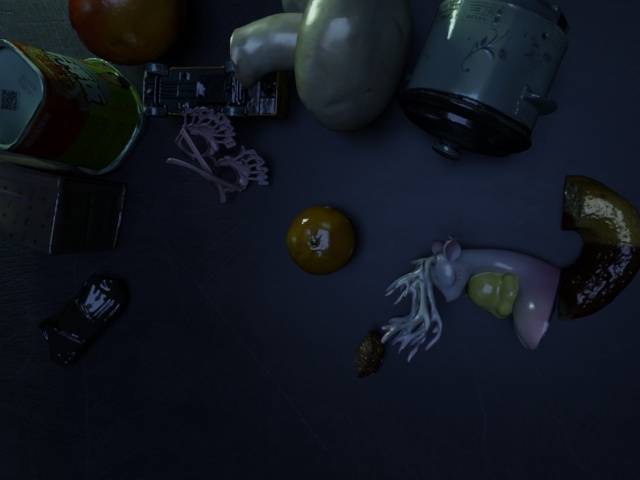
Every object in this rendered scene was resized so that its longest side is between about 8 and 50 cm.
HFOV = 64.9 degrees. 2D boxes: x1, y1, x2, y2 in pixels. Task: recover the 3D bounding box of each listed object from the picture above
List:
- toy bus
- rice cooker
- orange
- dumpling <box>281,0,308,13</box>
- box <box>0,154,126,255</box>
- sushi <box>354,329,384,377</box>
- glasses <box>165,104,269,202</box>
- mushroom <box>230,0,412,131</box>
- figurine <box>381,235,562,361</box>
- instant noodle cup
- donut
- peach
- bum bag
[{"bbox_3d":[-0.242,-0.337,1.155,0.335,0.123,0.121,4,96,16],"label":"toy bus"},{"bbox_3d":[0.294,-0.292,0.933,0.316,0.264,0.317,-9,75,36],"label":"rice cooker"},{"bbox_3d":[0.000,0.000,1.107,0.156,0.124,0.156,2,97,18],"label":"orange"},{"bbox_3d":[-0.034,-0.556,1.080,0.172,0.142,0.247,40,133,44],"label":"dumpling"},{"bbox_3d":[-0.687,-0.092,1.248,0.297,0.225,0.191,16,97,16],"label":"box"},{"bbox_3d":[0.106,0.256,1.126,0.060,0.061,0.118,12,90,-11],"label":"sushi"},{"bbox_3d":[-0.233,-0.188,1.132,0.162,0.095,0.255,-30,122,24],"label":"glasses"},{"bbox_3d":[0.034,-0.345,0.962,0.356,0.315,0.315,-34,84,-5],"label":"mushroom"},{"bbox_3d":[0.279,0.124,1.001,0.315,0.206,0.284,21,88,20],"label":"figurine"},{"bbox_3d":[-0.617,-0.308,1.170,0.293,0.308,0.294,1,94,17],"label":"instant noodle cup"},{"bbox_3d":[0.544,0.023,0.957,0.151,0.112,0.295,4,96,19],"label":"donut"},{"bbox_3d":[-0.437,-0.523,1.139,0.280,0.238,0.281,1,96,15],"label":"peach"},{"bbox_3d":[-0.639,0.204,1.330,0.326,0.079,0.142,-44,85,14],"label":"bum bag"}]
